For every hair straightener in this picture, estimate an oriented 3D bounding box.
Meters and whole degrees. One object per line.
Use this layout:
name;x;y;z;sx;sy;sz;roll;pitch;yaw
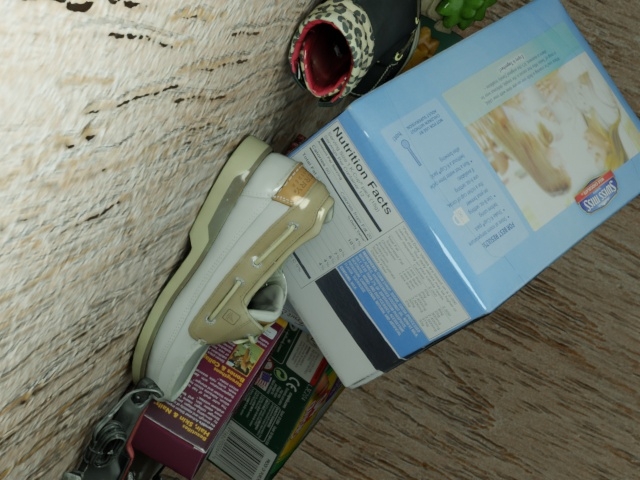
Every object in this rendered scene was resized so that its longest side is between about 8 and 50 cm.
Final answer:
hair straightener;-0.203;0.210;1.351;0.089;0.047;0.230;-48;176;-47

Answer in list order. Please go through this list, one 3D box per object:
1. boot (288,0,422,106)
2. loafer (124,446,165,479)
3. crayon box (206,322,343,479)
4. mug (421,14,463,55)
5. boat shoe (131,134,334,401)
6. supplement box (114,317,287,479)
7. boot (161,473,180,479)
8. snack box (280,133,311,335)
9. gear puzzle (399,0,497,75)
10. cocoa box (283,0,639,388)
boot;0.026;-0.177;1.279;0.178;0.085;0.236;-52;173;-35
loafer;-0.221;0.300;1.668;0.220;0.078;0.080;-60;177;3
crayon box;0.012;0.117;1.825;0.313;0.106;0.363;-46;168;-41
mug;0.113;-0.230;1.897;0.158;0.097;0.129;-58;177;-22
boat shoe;-0.086;0.050;1.310;0.302;0.103;0.113;-62;176;35
supplement box;-0.128;0.144;1.494;0.188;0.104;0.081;-57;176;-35
boot;-0.238;0.382;2.042;0.042;0.087;0.118;-60;177;41
snack box;0.000;0.000;1.547;0.207;0.174;0.070;-56;176;-44
gear puzzle;0.151;-0.299;1.516;0.175;0.044;0.339;8;120;-44
cocoa box;0.133;-0.055;1.402;0.347;0.231;0.228;-33;179;-41
